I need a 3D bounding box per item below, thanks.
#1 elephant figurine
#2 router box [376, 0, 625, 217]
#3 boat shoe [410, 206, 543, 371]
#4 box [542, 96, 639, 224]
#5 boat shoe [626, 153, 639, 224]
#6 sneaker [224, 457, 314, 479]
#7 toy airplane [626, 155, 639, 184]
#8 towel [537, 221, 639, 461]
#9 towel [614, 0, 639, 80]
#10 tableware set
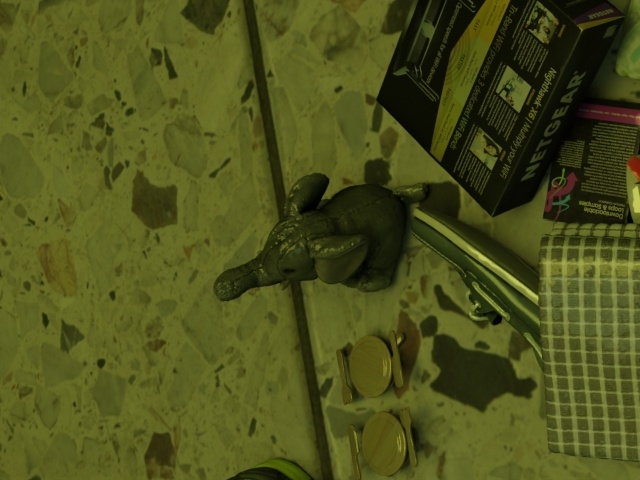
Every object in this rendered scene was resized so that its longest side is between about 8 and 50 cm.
[{"bbox_3d":[0.000,0.000,1.791,0.169,0.239,0.186,12,97,37],"label":"elephant figurine"},{"bbox_3d":[0.210,-0.221,1.665,0.243,0.081,0.308,49,141,26],"label":"router box"},{"bbox_3d":[0.223,0.070,1.703,0.319,0.116,0.099,38,108,25],"label":"boat shoe"},{"bbox_3d":[0.342,-0.095,1.667,0.116,0.029,0.162,13,97,37],"label":"box"},{"bbox_3d":[0.425,0.001,1.581,0.081,0.079,0.227,-19,85,29],"label":"boat shoe"},{"bbox_3d":[-0.015,0.395,1.876,0.300,0.121,0.111,14,99,36],"label":"sneaker"},{"bbox_3d":[0.422,-0.091,1.559,0.151,0.028,0.151,2,70,-4],"label":"toy airplane"},{"bbox_3d":[0.367,0.124,1.516,0.235,0.121,0.283,0,107,21],"label":"towel"},{"bbox_3d":[0.531,-0.295,1.489,0.375,0.090,0.320,22,102,35],"label":"towel"},{"bbox_3d":[0.088,0.225,1.853,0.128,0.039,0.194,-24,70,47],"label":"tableware set"}]
